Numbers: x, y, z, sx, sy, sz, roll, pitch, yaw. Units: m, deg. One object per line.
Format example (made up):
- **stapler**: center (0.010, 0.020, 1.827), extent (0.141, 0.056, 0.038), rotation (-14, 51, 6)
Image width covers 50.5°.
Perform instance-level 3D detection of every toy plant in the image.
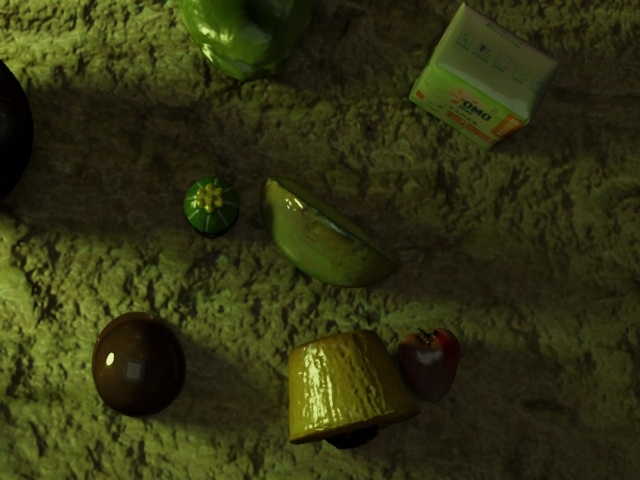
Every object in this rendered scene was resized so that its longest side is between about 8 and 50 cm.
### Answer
- **toy plant**: center (-0.177, -0.054, 1.103), extent (0.092, 0.162, 0.093), rotation (1, 83, -6)

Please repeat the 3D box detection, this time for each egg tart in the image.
- **egg tart**: center (0.043, 0.240, 1.077), extent (0.215, 0.215, 0.171), rotation (-10, 72, -8)

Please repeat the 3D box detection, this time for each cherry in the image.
- **cherry**: center (0.181, 0.203, 1.151), extent (0.106, 0.087, 0.127), rotation (13, 99, -6)

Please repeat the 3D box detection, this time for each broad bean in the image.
- **broad bean**: center (-0.128, -0.418, 1.185), extent (0.237, 0.119, 0.291), rotation (-16, 82, 0)

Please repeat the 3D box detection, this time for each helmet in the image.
- **helmet**: center (-0.296, 0.196, 1.085), extent (0.154, 0.106, 0.175), rotation (-2, 78, -8)

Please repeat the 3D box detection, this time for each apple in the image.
- **apple**: center (0.000, 0.000, 1.111), extent (0.264, 0.193, 0.120), rotation (34, 90, -4)

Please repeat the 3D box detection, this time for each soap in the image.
- **soap**: center (0.278, -0.277, 1.181), extent (0.199, 0.182, 0.138), rotation (33, 80, -1)

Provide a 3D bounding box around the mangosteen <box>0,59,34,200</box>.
- **mangosteen**: center (-0.589, -0.181, 1.009), extent (0.300, 0.300, 0.301), rotation (1, 82, -7)
